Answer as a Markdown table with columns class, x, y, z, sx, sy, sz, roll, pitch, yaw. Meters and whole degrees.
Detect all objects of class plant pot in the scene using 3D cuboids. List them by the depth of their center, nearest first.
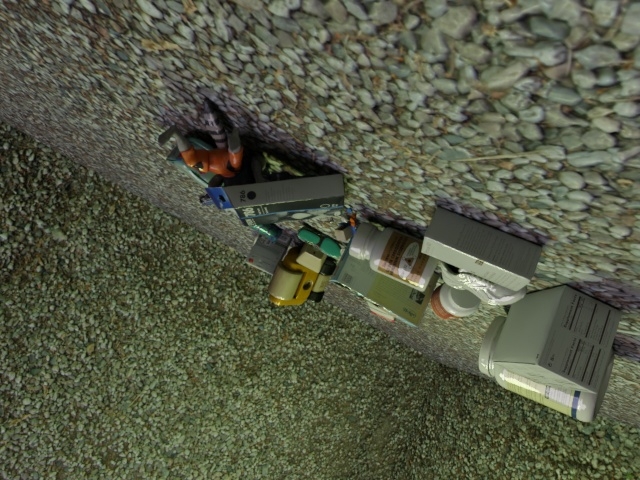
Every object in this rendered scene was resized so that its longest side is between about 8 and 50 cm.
| class | x | y | z | sx | sy | sz | roll | pitch | yaw |
| --- | --- | --- | --- | --- | --- | --- | --- | --- | --- |
| plant pot | -0.025 | 0.049 | 1.791 | 0.109 | 0.109 | 0.096 | 27 | 155 | 0 |

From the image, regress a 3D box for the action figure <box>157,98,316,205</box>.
| class | x | y | z | sx | sy | sz | roll | pitch | yaw |
| --- | --- | --- | --- | --- | --- | --- | --- | --- | --- |
| action figure | -0.187 | -0.203 | 1.131 | 0.341 | 0.179 | 0.330 | -6 | 165 | 13 |

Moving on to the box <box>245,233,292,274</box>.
| class | x | y | z | sx | sy | sz | roll | pitch | yaw |
| --- | --- | --- | --- | --- | --- | --- | --- | --- | --- |
| box | -0.231 | 0.045 | 1.986 | 0.145 | 0.186 | 0.038 | 22 | 167 | 17 |

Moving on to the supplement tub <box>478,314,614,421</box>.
| class | x | y | z | sx | sy | sz | roll | pitch | yaw |
| --- | --- | --- | --- | --- | --- | --- | --- | --- | --- |
| supplement tub | 0.681 | 0.375 | 1.353 | 0.324 | 0.235 | 0.235 | 16 | 163 | 40 |

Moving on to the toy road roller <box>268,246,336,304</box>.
| class | x | y | z | sx | sy | sz | roll | pitch | yaw |
| --- | --- | --- | --- | --- | --- | --- | --- | --- | --- |
| toy road roller | -0.115 | 0.142 | 1.981 | 0.329 | 0.203 | 0.240 | 3 | -154 | -47 |

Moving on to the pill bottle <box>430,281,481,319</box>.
| class | x | y | z | sx | sy | sz | roll | pitch | yaw |
| --- | --- | --- | --- | --- | --- | --- | --- | --- | --- |
| pill bottle | 0.416 | 0.177 | 1.356 | 0.121 | 0.121 | 0.216 | 25 | 168 | 8 |

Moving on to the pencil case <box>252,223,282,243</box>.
| class | x | y | z | sx | sy | sz | roll | pitch | yaw |
| --- | --- | --- | --- | --- | --- | --- | --- | --- | --- |
| pencil case | -0.239 | -0.052 | 1.895 | 0.151 | 0.065 | 0.070 | 36 | 145 | -32 |

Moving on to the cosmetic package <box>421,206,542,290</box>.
| class | x | y | z | sx | sy | sz | roll | pitch | yaw |
| --- | --- | --- | --- | --- | --- | --- | --- | --- | --- |
| cosmetic package | 0.345 | 0.021 | 0.975 | 0.231 | 0.086 | 0.117 | 22 | 166 | 16 |

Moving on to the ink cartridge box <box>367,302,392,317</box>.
| class | x | y | z | sx | sy | sz | roll | pitch | yaw |
| --- | --- | --- | --- | --- | --- | --- | --- | --- | --- |
| ink cartridge box | 0.249 | 0.178 | 1.581 | 0.100 | 0.172 | 0.237 | 22 | 166 | 18 |

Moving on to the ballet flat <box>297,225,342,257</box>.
| class | x | y | z | sx | sy | sz | roll | pitch | yaw |
| --- | --- | --- | --- | --- | --- | --- | --- | --- | --- |
| ballet flat | 0.000 | 0.000 | 1.662 | 0.188 | 0.070 | 0.070 | 32 | 166 | -13 |

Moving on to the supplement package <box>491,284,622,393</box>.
| class | x | y | z | sx | sy | sz | roll | pitch | yaw |
| --- | --- | --- | --- | --- | --- | --- | --- | --- | --- |
| supplement package | 0.581 | 0.248 | 1.121 | 0.145 | 0.204 | 0.262 | 25 | 167 | 3 |

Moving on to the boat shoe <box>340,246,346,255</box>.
| class | x | y | z | sx | sy | sz | roll | pitch | yaw |
| --- | --- | --- | --- | --- | --- | --- | --- | --- | --- |
| boat shoe | 0.133 | 0.048 | 1.608 | 0.125 | 0.038 | 0.046 | 10 | 118 | 36 |

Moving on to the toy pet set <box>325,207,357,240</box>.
| class | x | y | z | sx | sy | sz | roll | pitch | yaw |
| --- | --- | --- | --- | --- | --- | --- | --- | --- | --- |
| toy pet set | 0.077 | -0.059 | 1.305 | 0.122 | 0.065 | 0.114 | 9 | 123 | 46 |

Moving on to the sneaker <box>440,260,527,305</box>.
| class | x | y | z | sx | sy | sz | roll | pitch | yaw |
| --- | --- | --- | --- | --- | --- | --- | --- | --- | --- |
| sneaker | 0.405 | 0.094 | 1.139 | 0.232 | 0.090 | 0.115 | 14 | 159 | 41 |

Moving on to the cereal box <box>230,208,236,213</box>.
| class | x | y | z | sx | sy | sz | roll | pitch | yaw |
| --- | --- | --- | --- | --- | --- | --- | --- | --- | --- |
| cereal box | -0.335 | -0.154 | 1.725 | 0.173 | 0.047 | 0.240 | 29 | 167 | -9 |

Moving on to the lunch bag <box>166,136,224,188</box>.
| class | x | y | z | sx | sy | sz | roll | pitch | yaw |
| --- | --- | --- | --- | --- | --- | --- | --- | --- | --- |
| lunch bag | -0.323 | -0.205 | 1.345 | 0.279 | 0.108 | 0.224 | 38 | 174 | -32 |

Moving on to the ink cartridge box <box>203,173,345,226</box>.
| class | x | y | z | sx | sy | sz | roll | pitch | yaw |
| --- | --- | --- | --- | --- | --- | --- | --- | --- | --- |
| ink cartridge box | -0.108 | -0.094 | 1.109 | 0.332 | 0.065 | 0.165 | -6 | 166 | 0 |

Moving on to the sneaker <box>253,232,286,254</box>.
| class | x | y | z | sx | sy | sz | roll | pitch | yaw |
| --- | --- | --- | --- | --- | --- | --- | --- | --- | --- |
| sneaker | -0.253 | 0.053 | 2.264 | 0.161 | 0.102 | 0.282 | 24 | 167 | 1 |

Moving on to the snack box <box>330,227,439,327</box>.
| class | x | y | z | sx | sy | sz | roll | pitch | yaw |
| --- | --- | --- | --- | --- | --- | --- | --- | --- | --- |
| snack box | 0.209 | 0.118 | 1.395 | 0.322 | 0.187 | 0.060 | 31 | 167 | -17 |

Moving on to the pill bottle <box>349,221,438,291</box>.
| class | x | y | z | sx | sy | sz | roll | pitch | yaw |
| --- | --- | --- | --- | --- | --- | --- | --- | --- | --- |
| pill bottle | 0.202 | 0.036 | 1.213 | 0.229 | 0.131 | 0.131 | 23 | 167 | 16 |
